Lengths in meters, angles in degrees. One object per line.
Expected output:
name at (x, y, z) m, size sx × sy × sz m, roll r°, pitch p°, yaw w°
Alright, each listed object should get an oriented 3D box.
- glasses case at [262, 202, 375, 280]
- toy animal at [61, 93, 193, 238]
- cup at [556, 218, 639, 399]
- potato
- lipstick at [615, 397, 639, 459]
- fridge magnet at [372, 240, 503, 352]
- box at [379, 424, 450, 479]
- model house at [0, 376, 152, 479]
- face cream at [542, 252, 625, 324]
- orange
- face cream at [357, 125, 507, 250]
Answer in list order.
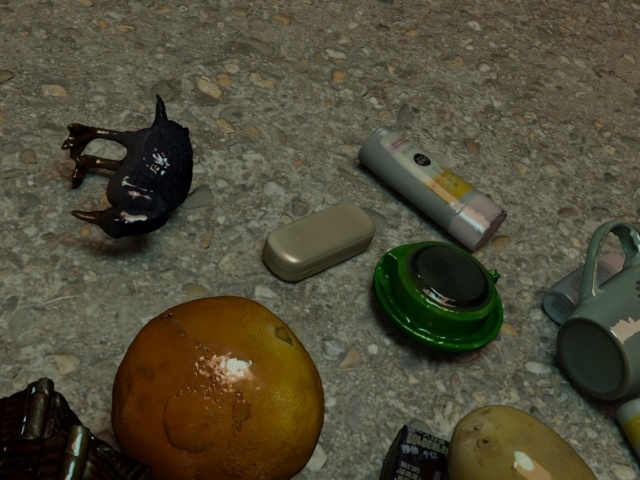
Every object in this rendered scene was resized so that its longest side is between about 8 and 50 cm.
glasses case at (0.000, 0.000, 1.289) m, size 0.196 × 0.050 × 0.083 m, roll -21°, pitch 55°, yaw -38°
toy animal at (-0.272, -0.112, 1.242) m, size 0.185 × 0.122 × 0.298 m, roll 16°, pitch 34°, yaw 9°
cup at (0.466, 0.099, 1.265) m, size 0.234 × 0.186 × 0.258 m, roll -19°, pitch 80°, yaw -29°
potato at (0.233, 0.286, 0.912) m, size 0.150 × 0.146 × 0.234 m, roll -36°, pitch 64°, yaw -10°
lipstick at (0.491, 0.339, 1.139) m, size 0.059 × 0.059 × 0.264 m, roll 0°, pitch 46°, yaw -23°
fridge magnet at (0.179, 0.078, 1.254) m, size 0.207 × 0.088 × 0.208 m, roll 12°, pitch 43°, yaw -11°
box at (0.144, 0.380, 0.934) m, size 0.198 × 0.084 × 0.310 m, roll 21°, pitch 42°, yaw 0°
model house at (-0.216, 0.267, 0.752) m, size 0.297 × 0.283 × 0.317 m, roll 12°, pitch 44°, yaw -10°
face cream at (0.451, 0.080, 1.392) m, size 0.198 × 0.057 × 0.084 m, roll -19°, pitch 57°, yaw -39°
orange at (-0.113, 0.180, 0.929) m, size 0.239 × 0.240 × 0.240 m, roll 12°, pitch 43°, yaw -11°
face cream at (0.192, -0.093, 1.450) m, size 0.269 × 0.073 × 0.107 m, roll 40°, pitch 53°, yaw 18°
